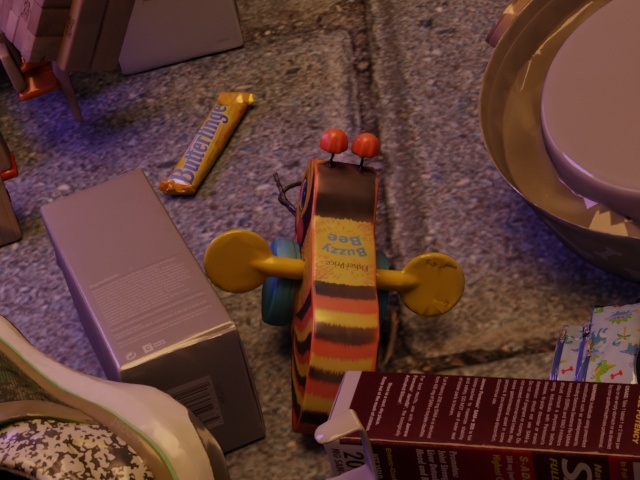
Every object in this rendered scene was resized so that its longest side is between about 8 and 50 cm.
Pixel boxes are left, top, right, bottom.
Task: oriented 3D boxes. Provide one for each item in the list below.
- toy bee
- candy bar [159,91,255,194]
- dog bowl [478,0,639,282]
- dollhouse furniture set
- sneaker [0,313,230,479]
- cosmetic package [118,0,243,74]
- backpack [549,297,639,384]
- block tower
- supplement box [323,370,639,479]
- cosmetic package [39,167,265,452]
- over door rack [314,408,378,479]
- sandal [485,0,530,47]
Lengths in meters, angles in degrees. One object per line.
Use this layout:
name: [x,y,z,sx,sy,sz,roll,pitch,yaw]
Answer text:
toy bee: [0.000,0.000,1.333,0.195,0.162,0.298,-9,46,-25]
candy bar: [-0.109,-0.093,1.614,0.040,0.018,0.161,5,41,22]
dog bowl: [0.312,-0.111,1.393,0.348,0.102,0.349,-13,49,16]
dollhouse furniture set: [-0.358,-0.100,1.638,0.262,0.135,0.259,-18,27,-7]
sneaker: [-0.266,0.147,1.203,0.410,0.158,0.182,13,18,33]
cosmetic package: [-0.178,-0.337,1.767,0.138,0.224,0.225,-15,39,-1]
backpack: [0.212,0.112,1.201,0.084,0.105,0.114,-12,29,23]
block tower: [-0.305,-0.294,1.643,0.091,0.097,0.335,-7,41,-40]
supplement box: [0.133,0.162,1.143,0.239,0.130,0.073,0,39,18]
cosmetic package: [-0.138,0.061,1.348,0.107,0.127,0.238,-21,41,-9]
over door rack: [-0.052,0.293,1.030,0.324,0.108,0.239,-36,39,5]
sandal: [0.254,-0.243,1.665,0.079,0.088,0.240,38,54,6]
